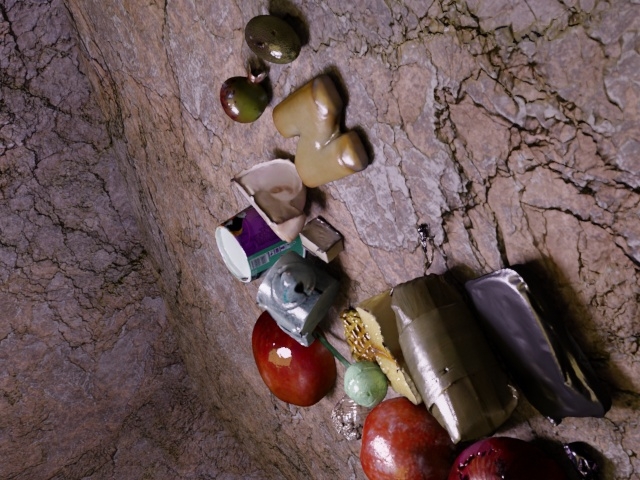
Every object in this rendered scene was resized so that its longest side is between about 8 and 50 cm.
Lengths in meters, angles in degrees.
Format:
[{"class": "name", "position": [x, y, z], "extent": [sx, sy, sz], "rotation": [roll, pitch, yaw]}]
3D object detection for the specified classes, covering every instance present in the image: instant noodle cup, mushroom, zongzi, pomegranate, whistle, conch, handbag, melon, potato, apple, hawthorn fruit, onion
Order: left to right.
[{"class": "pomegranate", "position": [-0.197, -0.380, 1.599], "extent": [0.129, 0.129, 0.159], "rotation": [48, 150, 24]}, {"class": "instant noodle cup", "position": [-0.189, 0.005, 1.875], "extent": [0.251, 0.190, 0.251], "rotation": [40, 146, 35]}, {"class": "melon", "position": [-0.106, -0.456, 1.405], "extent": [0.162, 0.099, 0.099], "rotation": [36, 144, 34]}, {"class": "mushroom", "position": [-0.094, -0.108, 1.695], "extent": [0.236, 0.162, 0.173], "rotation": [48, 177, 33]}, {"class": "whistle", "position": [-0.078, 0.202, 1.811], "extent": [0.168, 0.188, 0.405], "rotation": [33, 135, 17]}, {"class": "apple", "position": [-0.092, 0.403, 2.169], "extent": [0.329, 0.295, 0.365], "rotation": [-90, -8, -59]}, {"class": "potato", "position": [0.001, 0.001, 1.672], "extent": [0.122, 0.086, 0.061], "rotation": [37, 158, 36]}, {"class": "conch", "position": [0.121, 0.545, 1.956], "extent": [0.178, 0.163, 0.245], "rotation": [10, 112, 17]}, {"class": "hawthorn fruit", "position": [0.238, 0.532, 1.581], "extent": [0.284, 0.284, 0.284], "rotation": [40, 146, 35]}, {"class": "zongzi", "position": [0.278, 0.227, 1.380], "extent": [0.418, 0.181, 0.447], "rotation": [51, -164, -62]}, {"class": "onion", "position": [0.405, 0.553, 1.315], "extent": [0.276, 0.276, 0.276], "rotation": [40, 146, 35]}, {"class": "handbag", "position": [0.406, 0.200, 1.168], "extent": [0.332, 0.075, 0.191], "rotation": [59, 154, 3]}]

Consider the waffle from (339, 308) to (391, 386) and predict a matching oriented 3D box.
[{"class": "waffle", "position": [0.145, 0.303, 1.739], "extent": [0.254, 0.052, 0.245], "rotation": [12, 127, 57]}]

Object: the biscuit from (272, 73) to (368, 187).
[{"class": "biscuit", "position": [-0.011, -0.249, 1.476], "extent": [0.290, 0.062, 0.237], "rotation": [-6, 111, 63]}]

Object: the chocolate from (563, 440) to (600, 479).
[{"class": "chocolate", "position": [0.530, 0.476, 1.232], "extent": [0.072, 0.070, 0.147], "rotation": [-13, 109, 57]}]

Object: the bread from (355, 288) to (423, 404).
[{"class": "bread", "position": [0.191, 0.263, 1.534], "extent": [0.266, 0.141, 0.178], "rotation": [60, -176, -7]}]

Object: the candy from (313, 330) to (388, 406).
[{"class": "candy", "position": [0.065, 0.346, 1.801], "extent": [0.440, 0.119, 0.119], "rotation": [34, 145, 64]}]
